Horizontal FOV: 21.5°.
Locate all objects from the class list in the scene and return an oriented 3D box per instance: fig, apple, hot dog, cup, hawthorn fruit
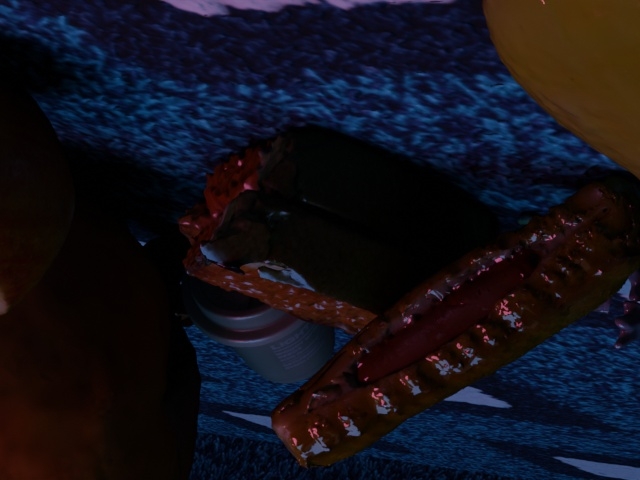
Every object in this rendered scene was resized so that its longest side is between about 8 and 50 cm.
[{"bbox_3d":[-0.134,0.030,1.537,0.089,0.089,0.125,14,-173,-14],"label":"fig"},{"bbox_3d":[-0.249,-0.042,1.068,0.195,0.160,0.173,1,168,36],"label":"apple"},{"bbox_3d":[0.092,0.060,1.082,0.289,0.068,0.083,-36,143,13],"label":"hot dog"},{"bbox_3d":[-0.038,0.052,1.362,0.120,0.120,0.141,6,152,23],"label":"cup"},{"bbox_3d":[-0.320,0.133,1.347,0.472,0.471,0.472,11,168,2],"label":"hawthorn fruit"}]

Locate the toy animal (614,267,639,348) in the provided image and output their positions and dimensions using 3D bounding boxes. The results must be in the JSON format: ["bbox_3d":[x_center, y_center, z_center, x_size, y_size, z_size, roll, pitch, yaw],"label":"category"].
[{"bbox_3d":[0.298,0.040,1.107,0.206,0.081,0.367,-3,165,14],"label":"toy animal"}]

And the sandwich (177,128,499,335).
[{"bbox_3d":[0.014,0.004,1.189,0.292,0.109,0.212,21,172,-28],"label":"sandwich"}]

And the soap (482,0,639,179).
[{"bbox_3d":[0.261,-0.048,0.659,0.427,0.115,0.306,20,168,-38],"label":"soap"}]

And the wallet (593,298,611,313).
[{"bbox_3d":[0.118,0.020,1.342,0.232,0.025,0.119,10,169,9],"label":"wallet"}]

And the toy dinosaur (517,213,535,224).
[{"bbox_3d":[0.179,-0.004,1.186,0.062,0.021,0.083,34,159,-30],"label":"toy dinosaur"}]
